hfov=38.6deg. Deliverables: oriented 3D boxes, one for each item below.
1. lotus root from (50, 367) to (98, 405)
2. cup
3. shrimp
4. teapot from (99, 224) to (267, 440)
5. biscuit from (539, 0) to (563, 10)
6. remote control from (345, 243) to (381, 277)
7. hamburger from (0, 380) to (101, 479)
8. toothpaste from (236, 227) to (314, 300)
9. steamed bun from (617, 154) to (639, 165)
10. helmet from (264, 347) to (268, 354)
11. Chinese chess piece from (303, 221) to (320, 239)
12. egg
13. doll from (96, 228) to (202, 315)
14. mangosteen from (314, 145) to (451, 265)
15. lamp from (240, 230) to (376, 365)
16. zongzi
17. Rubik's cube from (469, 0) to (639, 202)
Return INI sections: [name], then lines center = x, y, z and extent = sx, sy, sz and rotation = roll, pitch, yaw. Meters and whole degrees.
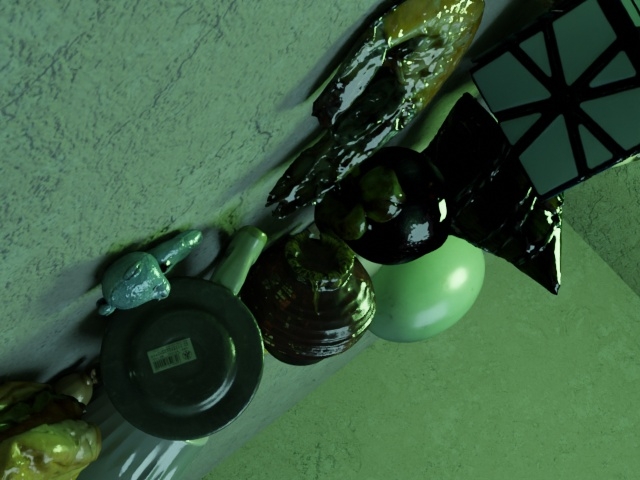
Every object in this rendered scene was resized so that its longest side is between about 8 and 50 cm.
[lotus root]
center = -0.406, 0.254, 1.455
extent = 0.150, 0.062, 0.073
rotation = -41, 167, 5
[cup]
center = -0.385, 0.398, 1.566
extent = 0.371, 0.253, 0.253
rotation = -45, 166, 7
[shrimp]
center = 0.067, -0.200, 1.310
extent = 0.445, 0.085, 0.272
rotation = -47, 160, 11
[teapot]
center = -0.214, 0.135, 1.429
extent = 0.239, 0.321, 0.239
rotation = 3, 177, -10
[biscuit]
center = 0.433, -0.454, 1.527
extent = 0.168, 0.070, 0.082
rotation = -39, 168, 7
[remote control]
center = 0.038, 0.080, 2.001
extent = 0.221, 0.103, 0.332
rotation = -30, 171, -20
[hamburger]
center = -0.431, 0.297, 1.319
extent = 0.209, 0.162, 0.330
rotation = -39, 164, -19
[toothpaste]
center = -0.108, 0.064, 1.725
extent = 0.248, 0.047, 0.078
rotation = -42, 173, 10
[steamed bun]
center = 0.611, -0.323, 1.925
extent = 0.334, 0.334, 0.374
rotation = -24, 153, -51
[helmet]
center = -0.078, 0.132, 1.801
extent = 0.257, 0.140, 0.205
rotation = -33, 171, 19
[Chinese chess piece]
center = 0.000, 0.000, 1.804
extent = 0.122, 0.051, 0.122
rotation = -40, 168, -10
[egg]
center = 0.260, 0.106, 2.361
extent = 0.389, 0.276, 0.276
rotation = -35, 165, -29
[doll]
center = -0.226, 0.045, 1.269
extent = 0.180, 0.075, 0.120
rotation = -25, 163, -47
[mangosteen]
center = 0.114, -0.059, 1.617
extent = 0.243, 0.243, 0.243
rotation = -38, 166, -11
[lamp]
center = -0.020, 0.094, 1.574
extent = 0.247, 0.247, 0.247
rotation = -38, 166, -11
[zongzi]
center = 0.275, -0.087, 1.792
extent = 0.362, 0.383, 0.319
rotation = -28, -143, 41
[Rubik's cube]
center = 0.476, -0.270, 1.616
extent = 0.288, 0.293, 0.283
rotation = -31, 179, 34
